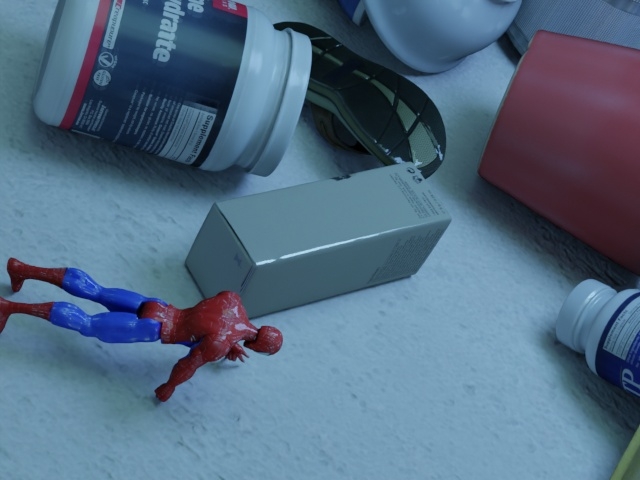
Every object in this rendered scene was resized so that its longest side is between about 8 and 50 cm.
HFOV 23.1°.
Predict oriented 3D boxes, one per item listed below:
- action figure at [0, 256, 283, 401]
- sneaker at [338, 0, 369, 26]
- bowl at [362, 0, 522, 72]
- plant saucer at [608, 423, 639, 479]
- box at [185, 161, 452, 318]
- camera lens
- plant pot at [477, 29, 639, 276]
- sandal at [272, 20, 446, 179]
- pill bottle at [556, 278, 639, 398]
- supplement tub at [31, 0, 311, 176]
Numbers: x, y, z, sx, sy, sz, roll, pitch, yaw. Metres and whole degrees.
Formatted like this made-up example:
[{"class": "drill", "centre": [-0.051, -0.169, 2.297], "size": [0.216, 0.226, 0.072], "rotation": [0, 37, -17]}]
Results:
[{"class": "action figure", "centre": [-0.174, 0.100, 1.558], "size": [0.280, 0.139, 0.091], "rotation": [7, 48, 8]}, {"class": "sneaker", "centre": [0.061, -0.434, 2.115], "size": [0.182, 0.127, 0.315], "rotation": [37, 46, 3]}, {"class": "bowl", "centre": [0.183, -0.368, 2.001], "size": [0.298, 0.134, 0.298], "rotation": [1, 88, -48]}, {"class": "plant saucer", "centre": [0.401, 0.384, 1.605], "size": [0.332, 0.081, 0.333], "rotation": [37, 44, 6]}, {"class": "box", "centre": [0.000, 0.000, 1.711], "size": [0.275, 0.113, 0.094], "rotation": [-12, 58, -37]}, {"class": "camera lens", "centre": [0.388, -0.353, 2.109], "size": [0.219, 0.274, 0.219], "rotation": [14, 47, -16]}, {"class": "plant pot", "centre": [0.337, -0.122, 1.907], "size": [0.243, 0.275, 0.275], "rotation": [23, 44, 7]}, {"class": "sandal", "centre": [0.036, -0.163, 1.901], "size": [0.120, 0.086, 0.303], "rotation": [-26, 52, -35]}, {"class": "pill bottle", "centre": [0.364, 0.118, 1.767], "size": [0.112, 0.112, 0.186], "rotation": [-23, 39, -40]}, {"class": "supplement tub", "centre": [-0.165, -0.186, 1.729], "size": [0.272, 0.191, 0.191], "rotation": [16, 46, -15]}]
